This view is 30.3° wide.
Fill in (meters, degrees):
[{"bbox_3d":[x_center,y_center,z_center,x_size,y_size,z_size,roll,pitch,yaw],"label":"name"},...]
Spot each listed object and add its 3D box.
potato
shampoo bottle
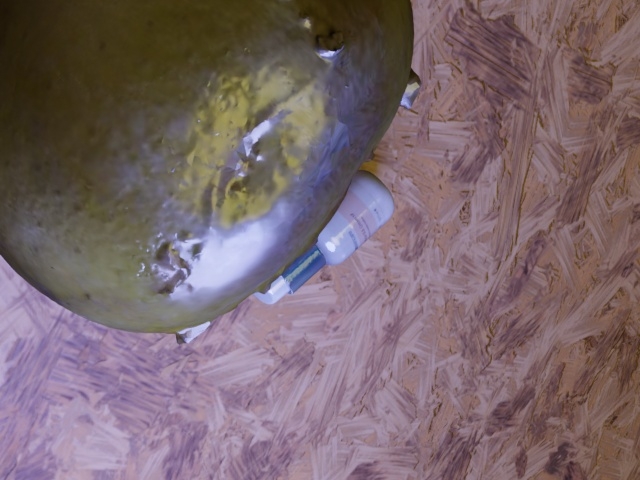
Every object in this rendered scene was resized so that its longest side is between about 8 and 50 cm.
[{"bbox_3d":[-0.086,-0.109,1.054,0.385,0.319,0.442,23,98,-46],"label":"potato"},{"bbox_3d":[0.000,0.000,1.356,0.192,0.074,0.074,-43,134,-17],"label":"shampoo bottle"}]
